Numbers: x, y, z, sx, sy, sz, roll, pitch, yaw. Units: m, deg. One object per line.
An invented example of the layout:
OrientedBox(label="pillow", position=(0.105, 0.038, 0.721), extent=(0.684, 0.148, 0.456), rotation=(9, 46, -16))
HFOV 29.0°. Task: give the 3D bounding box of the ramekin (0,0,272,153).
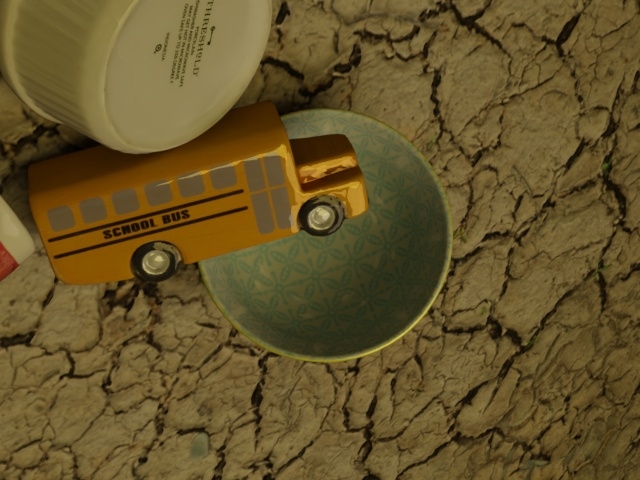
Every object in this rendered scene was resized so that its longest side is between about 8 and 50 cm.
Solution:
OrientedBox(label="ramekin", position=(-0.165, -0.206, 1.185), extent=(0.273, 0.127, 0.273), rotation=(-35, 146, -28))

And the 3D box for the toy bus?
OrientedBox(label="toy bus", position=(-0.125, -0.053, 1.291), extent=(0.333, 0.108, 0.130), rotation=(-16, 121, -4))

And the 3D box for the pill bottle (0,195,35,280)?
OrientedBox(label="pill bottle", position=(-0.436, 0.041, 1.129), extent=(0.318, 0.176, 0.176), rotation=(-40, 134, -12))

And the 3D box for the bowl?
OrientedBox(label="bowl", position=(0.000, 0.000, 1.451), extent=(0.289, 0.289, 0.156), rotation=(-46, 179, -7))
